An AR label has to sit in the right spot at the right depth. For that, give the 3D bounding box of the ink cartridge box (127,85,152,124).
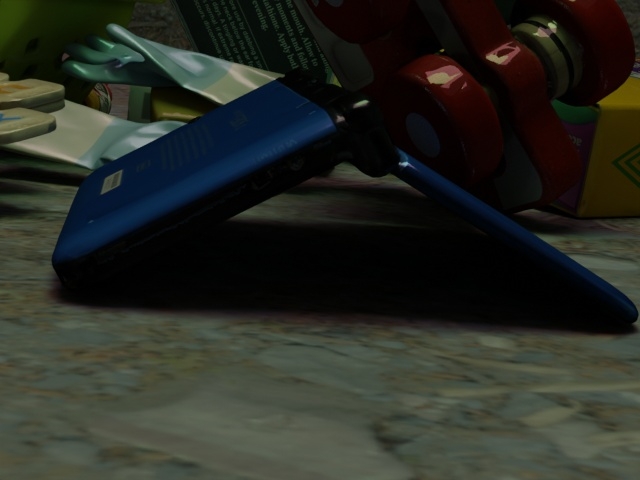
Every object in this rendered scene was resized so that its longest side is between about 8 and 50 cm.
[{"bbox_3d":[-0.078,-0.096,1.280,0.189,0.066,0.232,5,-11,1],"label":"ink cartridge box"}]

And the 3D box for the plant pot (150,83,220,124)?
[{"bbox_3d":[-0.107,-0.092,1.104,0.081,0.081,0.083,6,22,3],"label":"plant pot"}]

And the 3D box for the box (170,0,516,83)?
[{"bbox_3d":[0.043,-0.336,1.523,0.395,0.212,0.293,-20,25,10],"label":"box"}]

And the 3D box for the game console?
[{"bbox_3d":[0.000,0.000,0.769,0.250,0.173,0.293,-27,12,-2],"label":"game console"}]

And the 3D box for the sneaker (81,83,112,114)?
[{"bbox_3d":[-0.323,-0.154,1.323,0.225,0.088,0.093,3,11,-9],"label":"sneaker"}]

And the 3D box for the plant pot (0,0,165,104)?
[{"bbox_3d":[-0.280,-0.243,1.155,0.207,0.227,0.228,-39,-7,19],"label":"plant pot"}]

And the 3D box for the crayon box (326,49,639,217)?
[{"bbox_3d":[0.232,-0.125,1.253,0.313,0.106,0.363,-1,19,-37],"label":"crayon box"}]

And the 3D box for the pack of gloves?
[{"bbox_3d":[-0.128,-0.116,1.035,0.232,0.046,0.195,15,38,16],"label":"pack of gloves"}]

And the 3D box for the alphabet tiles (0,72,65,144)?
[{"bbox_3d":[-0.320,-0.074,0.884,0.278,0.021,0.284,15,27,41],"label":"alphabet tiles"}]

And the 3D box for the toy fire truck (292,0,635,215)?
[{"bbox_3d":[0.077,-0.157,1.017,0.169,0.302,0.254,-34,7,-20],"label":"toy fire truck"}]
